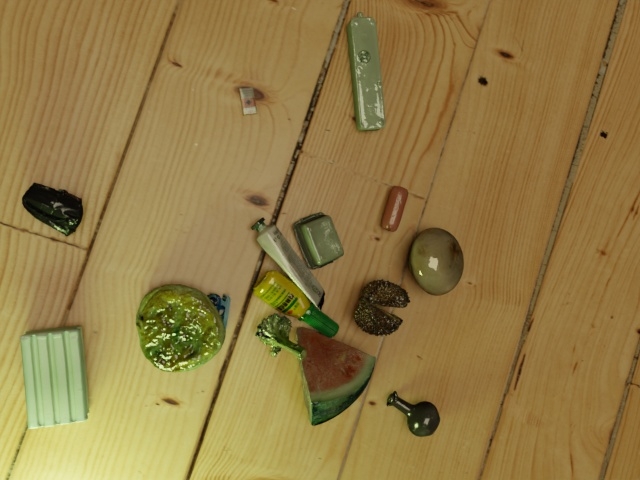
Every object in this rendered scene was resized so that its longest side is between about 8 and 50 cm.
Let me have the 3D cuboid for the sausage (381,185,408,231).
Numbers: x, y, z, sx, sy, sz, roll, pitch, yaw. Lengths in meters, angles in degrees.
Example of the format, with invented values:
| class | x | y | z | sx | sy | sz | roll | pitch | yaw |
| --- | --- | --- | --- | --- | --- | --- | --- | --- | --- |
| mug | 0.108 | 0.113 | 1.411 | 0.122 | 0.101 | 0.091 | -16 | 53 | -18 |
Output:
| class | x | y | z | sx | sy | sz | roll | pitch | yaw |
| --- | --- | --- | --- | --- | --- | --- | --- | --- | --- |
| sausage | 0.247 | -0.105 | 2.048 | 0.062 | 0.062 | 0.154 | 18 | 86 | -15 |

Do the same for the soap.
| class | x | y | z | sx | sy | sz | roll | pitch | yaw |
| --- | --- | --- | --- | --- | --- | --- | --- | --- | --- |
| soap | -0.757 | 0.387 | 1.755 | 0.160 | 0.087 | 0.265 | -5 | 92 | -16 |

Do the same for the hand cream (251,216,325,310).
| class | x | y | z | sx | sy | sz | roll | pitch | yaw |
| --- | --- | --- | --- | --- | --- | --- | --- | --- | --- |
| hand cream | -0.094 | 0.071 | 1.936 | 0.076 | 0.121 | 0.336 | -36 | 98 | 22 |

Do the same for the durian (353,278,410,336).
| class | x | y | z | sx | sy | sz | roll | pitch | yaw |
| --- | --- | --- | --- | --- | --- | --- | --- | --- | --- |
| durian | 0.191 | 0.214 | 1.975 | 0.196 | 0.167 | 0.196 | 8 | 80 | -50 |

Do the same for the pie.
| class | x | y | z | sx | sy | sz | roll | pitch | yaw |
| --- | --- | --- | --- | --- | --- | --- | --- | --- | --- |
| pie | -0.420 | 0.261 | 1.826 | 0.277 | 0.078 | 0.277 | 0 | 102 | 2 |

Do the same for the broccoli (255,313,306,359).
| class | x | y | z | sx | sy | sz | roll | pitch | yaw |
| --- | --- | --- | --- | --- | --- | --- | --- | --- | --- |
| broccoli | -0.110 | 0.308 | 1.885 | 0.122 | 0.204 | 0.118 | -49 | 134 | -11 |

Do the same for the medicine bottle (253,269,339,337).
| class | x | y | z | sx | sy | sz | roll | pitch | yaw |
| --- | --- | --- | --- | --- | --- | --- | --- | --- | --- |
| medicine bottle | -0.069 | 0.208 | 1.951 | 0.309 | 0.076 | 0.111 | 36 | 118 | -17 |

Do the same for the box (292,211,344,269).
| class | x | y | z | sx | sy | sz | roll | pitch | yaw |
| --- | --- | --- | --- | --- | --- | --- | --- | --- | --- |
| box | 0.000 | 0.000 | 1.959 | 0.124 | 0.093 | 0.172 | -24 | 97 | -20 |

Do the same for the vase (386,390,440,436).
| class | x | y | z | sx | sy | sz | roll | pitch | yaw |
| --- | --- | --- | --- | --- | --- | --- | --- | --- | --- |
| vase | 0.306 | 0.572 | 2.049 | 0.183 | 0.120 | 0.120 | 33 | 81 | 1 |

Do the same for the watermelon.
| class | x | y | z | sx | sy | sz | roll | pitch | yaw |
| --- | --- | --- | --- | --- | --- | --- | --- | --- | --- |
| watermelon | 0.033 | 0.411 | 1.898 | 0.283 | 0.250 | 0.292 | -38 | 104 | -18 |

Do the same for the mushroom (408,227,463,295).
| class | x | y | z | sx | sy | sz | roll | pitch | yaw |
| --- | --- | --- | --- | --- | --- | --- | --- | --- | --- |
| mushroom | 0.375 | 0.069 | 2.038 | 0.226 | 0.178 | 0.226 | -4 | 95 | -48 |

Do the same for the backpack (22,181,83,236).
| class | x | y | z | sx | sy | sz | roll | pitch | yaw |
| --- | --- | --- | --- | --- | --- | --- | --- | --- | --- |
| backpack | -0.755 | -0.098 | 1.743 | 0.165 | 0.120 | 0.106 | 34 | 60 | -13 |

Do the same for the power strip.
| class | x | y | z | sx | sy | sz | roll | pitch | yaw |
| --- | --- | --- | --- | --- | --- | --- | --- | --- | --- |
| power strip | 0.148 | -0.555 | 2.017 | 0.091 | 0.062 | 0.385 | -7 | 93 | -15 |

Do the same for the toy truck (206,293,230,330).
| class | x | y | z | sx | sy | sz | roll | pitch | yaw |
| --- | --- | --- | --- | --- | --- | --- | --- | --- | --- |
| toy truck | -0.324 | 0.232 | 1.894 | 0.074 | 0.063 | 0.136 | 8 | 93 | -32 |

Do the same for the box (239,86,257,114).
| class | x | y | z | sx | sy | sz | roll | pitch | yaw |
| --- | --- | --- | --- | --- | --- | --- | --- | --- | --- |
| box | -0.228 | -0.440 | 1.938 | 0.046 | 0.012 | 0.083 | -10 | 92 | -17 |
